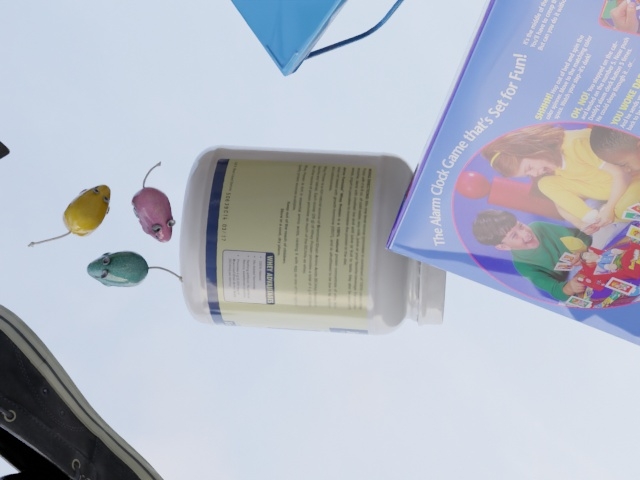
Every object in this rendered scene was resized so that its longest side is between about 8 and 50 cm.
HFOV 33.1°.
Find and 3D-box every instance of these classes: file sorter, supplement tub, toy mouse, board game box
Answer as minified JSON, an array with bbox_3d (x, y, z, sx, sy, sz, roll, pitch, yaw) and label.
[{"bbox_3d":[-0.013,-0.232,0.780,0.104,0.118,0.170,-28,-102,-39],"label":"file sorter"},{"bbox_3d":[0.000,0.000,1.383,0.235,0.325,0.235,3,-90,-84],"label":"supplement tub"},{"bbox_3d":[-0.194,-0.004,1.122,0.143,0.031,0.161,44,-110,-10],"label":"toy mouse"},{"bbox_3d":[0.208,-0.087,0.758,0.233,0.347,0.078,21,-133,1],"label":"board game box"}]

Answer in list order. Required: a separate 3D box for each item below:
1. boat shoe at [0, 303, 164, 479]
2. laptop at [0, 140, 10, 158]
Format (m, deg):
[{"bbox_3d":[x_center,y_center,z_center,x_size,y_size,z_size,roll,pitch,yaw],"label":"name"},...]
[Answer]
[{"bbox_3d":[-0.356,0.309,1.464,0.500,0.187,0.156,55,-131,-19],"label":"boat shoe"},{"bbox_3d":[-0.668,-0.103,1.287,0.382,0.236,0.408,42,-98,-4],"label":"laptop"}]
